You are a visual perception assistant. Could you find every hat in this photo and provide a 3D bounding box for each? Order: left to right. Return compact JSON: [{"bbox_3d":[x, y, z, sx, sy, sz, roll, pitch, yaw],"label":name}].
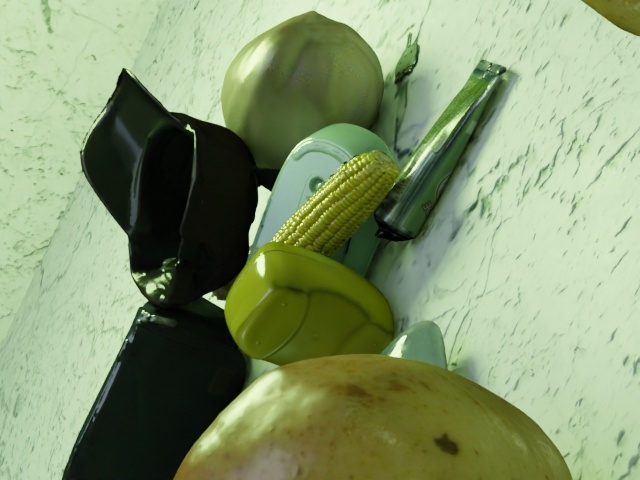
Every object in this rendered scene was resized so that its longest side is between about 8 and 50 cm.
[{"bbox_3d":[-0.158,-0.077,1.877,0.238,0.209,0.336,-54,52,39],"label":"hat"}]

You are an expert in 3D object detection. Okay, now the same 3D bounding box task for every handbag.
[{"bbox_3d":[-0.209,0.224,1.925,0.302,0.178,0.275,-64,5,1],"label":"handbag"}]

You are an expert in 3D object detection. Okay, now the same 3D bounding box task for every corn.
[{"bbox_3d":[0.011,-0.026,1.624,0.203,0.072,0.072,-47,27,27],"label":"corn"}]

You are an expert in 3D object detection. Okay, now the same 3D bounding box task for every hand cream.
[{"bbox_3d":[0.135,-0.098,1.609,0.235,0.055,0.086,-58,18,5],"label":"hand cream"}]

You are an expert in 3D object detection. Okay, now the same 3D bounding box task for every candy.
[{"bbox_3d":[0.081,0.176,1.391,0.138,0.071,0.174,-52,26,33],"label":"candy"}]

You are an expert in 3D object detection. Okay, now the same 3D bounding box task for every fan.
[{"bbox_3d":[0.114,-0.243,1.873,0.056,0.004,0.083,-43,30,48],"label":"fan"}]

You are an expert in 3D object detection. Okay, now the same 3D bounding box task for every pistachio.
[{"bbox_3d":[-0.031,-0.176,1.899,0.332,0.207,0.226,137,129,-65],"label":"pistachio"}]

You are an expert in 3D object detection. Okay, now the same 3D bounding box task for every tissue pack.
[{"bbox_3d":[-0.013,0.079,1.580,0.123,0.178,0.127,-55,26,24],"label":"tissue pack"}]

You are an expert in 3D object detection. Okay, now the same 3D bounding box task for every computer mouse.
[{"bbox_3d":[0.004,0.000,1.734,0.159,0.097,0.288,24,100,37],"label":"computer mouse"}]

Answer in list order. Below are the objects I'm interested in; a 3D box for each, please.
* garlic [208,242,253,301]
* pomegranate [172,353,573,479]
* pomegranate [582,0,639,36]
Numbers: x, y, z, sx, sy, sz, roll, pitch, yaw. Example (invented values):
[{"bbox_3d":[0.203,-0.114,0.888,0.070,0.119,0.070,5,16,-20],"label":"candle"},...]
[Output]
[{"bbox_3d":[-0.095,0.058,1.964,0.113,0.074,0.094,-65,-11,2],"label":"garlic"},{"bbox_3d":[0.053,0.247,1.076,0.342,0.342,0.342,-51,25,35],"label":"pomegranate"},{"bbox_3d":[0.296,-0.299,1.082,0.307,0.307,0.307,-51,25,35],"label":"pomegranate"}]
